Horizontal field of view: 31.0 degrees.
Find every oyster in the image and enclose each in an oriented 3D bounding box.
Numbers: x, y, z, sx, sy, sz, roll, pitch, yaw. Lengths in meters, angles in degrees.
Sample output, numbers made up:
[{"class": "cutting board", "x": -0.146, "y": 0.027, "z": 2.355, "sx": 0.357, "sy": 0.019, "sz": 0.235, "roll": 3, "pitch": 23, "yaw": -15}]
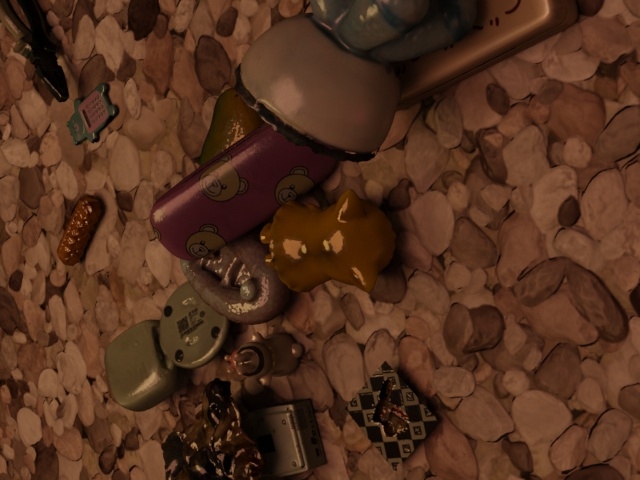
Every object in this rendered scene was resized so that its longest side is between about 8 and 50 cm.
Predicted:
[{"class": "oyster", "x": -0.201, "y": 0.366, "z": 1.936, "sx": 0.361, "sy": 0.096, "sz": 0.221, "roll": -39, "pitch": 60, "yaw": 54}]

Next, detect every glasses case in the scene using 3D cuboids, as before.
[{"class": "glasses case", "x": 0.180, "y": -0.295, "z": 1.571, "sx": 0.336, "sy": 0.076, "sz": 0.144, "roll": -24, "pitch": 80, "yaw": 40}, {"class": "glasses case", "x": -0.123, "y": -0.082, "z": 1.787, "sx": 0.316, "sy": 0.076, "sz": 0.123, "roll": -33, "pitch": 113, "yaw": 14}]

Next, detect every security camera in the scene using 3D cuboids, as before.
[{"class": "security camera", "x": -0.256, "y": 0.184, "z": 2.018, "sx": 0.301, "sy": 0.080, "sz": 0.157, "roll": -35, "pitch": 57, "yaw": 27}]

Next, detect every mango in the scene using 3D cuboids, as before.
[{"class": "mango", "x": -0.135, "y": -0.144, "z": 1.859, "sx": 0.122, "sy": 0.085, "sz": 0.191, "roll": 28, "pitch": 115, "yaw": 36}]

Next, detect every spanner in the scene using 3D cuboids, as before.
[{"class": "spanner", "x": -0.551, "y": -0.393, "z": 2.182, "sx": 0.040, "sy": 0.095, "sz": 0.325, "roll": -44, "pitch": 67, "yaw": 36}]

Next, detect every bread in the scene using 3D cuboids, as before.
[{"class": "bread", "x": -0.457, "y": -0.019, "z": 2.183, "sx": 0.052, "sy": 0.044, "sz": 0.157, "roll": 45, "pitch": 122, "yaw": 24}]

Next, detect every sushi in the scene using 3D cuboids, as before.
[{"class": "sushi", "x": 0.112, "y": 0.262, "z": 1.739, "sx": 0.126, "sy": 0.026, "sz": 0.120, "roll": 49, "pitch": 121, "yaw": 20}]

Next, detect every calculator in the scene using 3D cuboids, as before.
[{"class": "calculator", "x": -0.429, "y": -0.232, "z": 2.149, "sx": 0.141, "sy": 0.019, "sz": 0.094, "roll": -34, "pitch": 76, "yaw": 38}]

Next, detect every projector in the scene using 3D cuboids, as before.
[{"class": "projector", "x": -0.072, "y": 0.327, "z": 1.885, "sx": 0.147, "sy": 0.061, "sz": 0.115, "roll": -19, "pitch": 82, "yaw": 40}]

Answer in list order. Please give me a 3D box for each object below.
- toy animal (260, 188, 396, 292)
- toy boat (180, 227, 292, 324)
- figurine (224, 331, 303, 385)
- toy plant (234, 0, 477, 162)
[{"class": "toy animal", "x": 0.002, "y": 0.005, "z": 1.727, "sx": 0.230, "sy": 0.156, "sz": 0.156, "roll": -8, "pitch": 90, "yaw": 45}, {"class": "toy boat", "x": -0.145, "y": 0.048, "z": 1.876, "sx": 0.227, "sy": 0.085, "sz": 0.155, "roll": 37, "pitch": 103, "yaw": 32}, {"class": "figurine", "x": -0.105, "y": 0.199, "z": 1.839, "sx": 0.098, "sy": 0.146, "sz": 0.081, "roll": -42, "pitch": 70, "yaw": 37}, {"class": "toy plant", "x": 0.061, "y": -0.293, "z": 1.486, "sx": 0.247, "sy": 0.247, "sz": 0.332, "roll": 47, "pitch": 119, "yaw": 26}]
